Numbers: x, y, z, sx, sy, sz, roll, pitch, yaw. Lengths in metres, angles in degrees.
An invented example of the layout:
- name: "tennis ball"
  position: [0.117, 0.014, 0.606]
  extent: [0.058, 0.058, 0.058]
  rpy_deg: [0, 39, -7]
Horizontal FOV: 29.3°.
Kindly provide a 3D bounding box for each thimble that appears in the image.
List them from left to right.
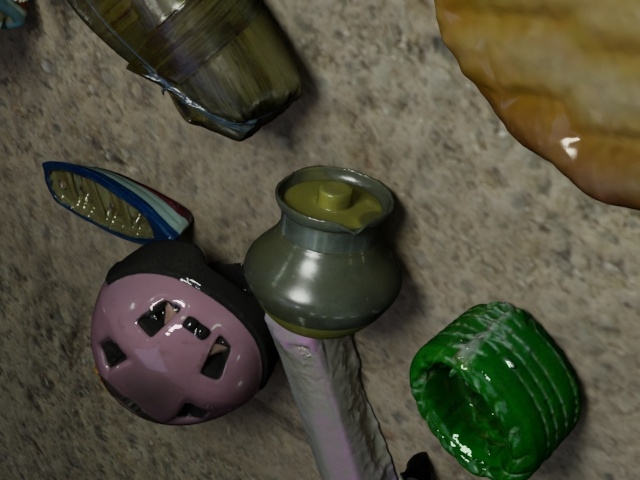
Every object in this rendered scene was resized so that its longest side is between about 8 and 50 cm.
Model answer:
- name: "thimble"
  position: [0.136, 0.116, 0.957]
  extent: [0.118, 0.090, 0.130]
  rpy_deg: [18, 133, 45]

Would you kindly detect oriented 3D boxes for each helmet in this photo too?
- name: "helmet"
  position: [-0.151, 0.113, 1.240]
  extent: [0.198, 0.154, 0.253]
  rpy_deg: [36, 137, -7]

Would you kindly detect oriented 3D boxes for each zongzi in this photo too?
- name: "zongzi"
  position: [-0.132, -0.170, 1.018]
  extent: [0.221, 0.112, 0.242]
  rpy_deg: [56, 156, -6]

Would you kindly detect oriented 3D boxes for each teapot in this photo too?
- name: "teapot"
  position: [0.000, 0.000, 1.009]
  extent: [0.165, 0.130, 0.119]
  rpy_deg: [-117, 30, -54]

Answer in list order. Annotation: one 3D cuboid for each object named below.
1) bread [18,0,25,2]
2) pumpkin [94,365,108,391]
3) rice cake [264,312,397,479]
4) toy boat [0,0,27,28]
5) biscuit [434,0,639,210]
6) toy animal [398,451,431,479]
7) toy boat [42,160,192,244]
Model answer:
- name: "bread"
  position: [-0.262, -0.267, 1.123]
  extent: [0.035, 0.070, 0.083]
  rpy_deg: [10, 122, 47]
- name: "pumpkin"
  position: [-0.220, 0.146, 1.456]
  extent: [0.054, 0.074, 0.083]
  rpy_deg: [60, 150, 4]
- name: "rice cake"
  position: [0.029, 0.212, 1.209]
  extent: [0.070, 0.064, 0.399]
  rpy_deg: [10, 128, 41]
- name: "toy boat"
  position: [-0.407, -0.253, 1.096]
  extent: [0.145, 0.133, 0.332]
  rpy_deg: [0, 163, 25]
- name: "biscuit"
  position: [0.187, -0.120, 0.666]
  extent: [0.274, 0.091, 0.213]
  rpy_deg: [-1, 117, 51]
- name: "toy animal"
  position: [0.128, 0.290, 1.090]
  extent: [0.179, 0.166, 0.138]
  rpy_deg: [23, 159, 22]
- name: "toy boat"
  position: [-0.213, -0.040, 1.295]
  extent: [0.229, 0.046, 0.080]
  rpy_deg: [19, 134, 41]
